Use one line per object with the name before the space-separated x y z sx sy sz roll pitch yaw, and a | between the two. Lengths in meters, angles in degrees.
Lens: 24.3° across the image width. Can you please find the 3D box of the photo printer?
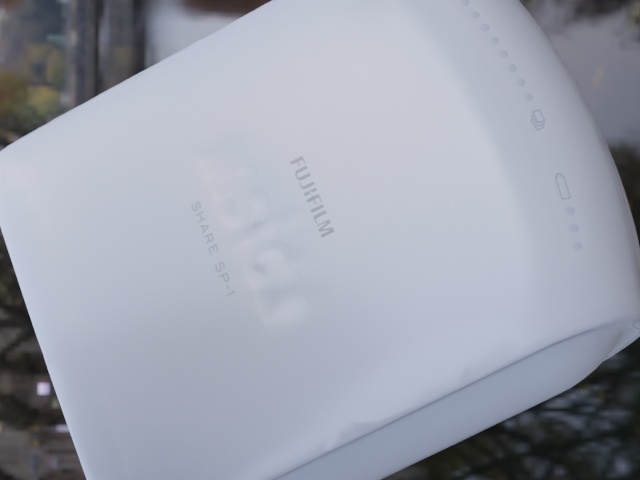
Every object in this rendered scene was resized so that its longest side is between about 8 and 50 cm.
photo printer | 0.000 0.000 0.774 0.256 0.307 0.107 67 -169 21
